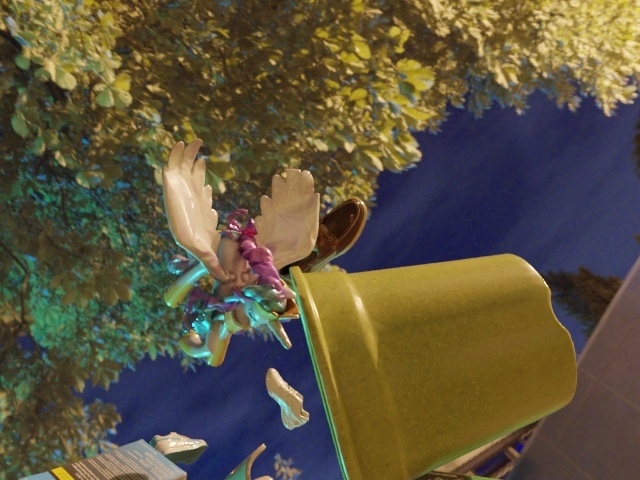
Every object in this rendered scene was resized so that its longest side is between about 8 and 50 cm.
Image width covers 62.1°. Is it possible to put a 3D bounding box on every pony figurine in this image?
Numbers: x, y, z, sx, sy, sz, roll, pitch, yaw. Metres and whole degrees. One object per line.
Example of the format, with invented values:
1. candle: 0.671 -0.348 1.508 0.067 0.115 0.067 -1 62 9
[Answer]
1. pony figurine: -0.155 0.041 0.939 0.302 0.351 0.363 4 -22 -35

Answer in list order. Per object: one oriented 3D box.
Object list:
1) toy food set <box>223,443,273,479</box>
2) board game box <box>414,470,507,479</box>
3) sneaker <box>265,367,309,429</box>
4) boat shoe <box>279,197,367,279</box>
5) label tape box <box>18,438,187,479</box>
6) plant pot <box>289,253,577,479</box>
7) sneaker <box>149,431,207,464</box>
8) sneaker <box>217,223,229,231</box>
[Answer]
1. toy food set: -0.068 0.519 0.910 0.092 0.306 0.220 -16 -24 -32
2. board game box: 0.256 0.482 0.930 0.259 0.136 0.030 18 -34 -23
3. sneaker: -0.074 0.357 1.219 0.061 0.152 0.053 -24 7 24
4. boat shoe: 0.000 0.000 1.632 0.342 0.123 0.123 -43 -27 18
5. label tape box: -0.548 0.645 1.350 0.333 0.240 0.106 -3 -81 -46
6. plant pot: 0.121 0.132 0.595 0.253 0.276 0.276 -14 -46 -4
7. sneaker: -0.454 0.670 1.729 0.087 0.092 0.228 -51 -31 2
8. sneaker: -0.300 0.020 1.574 0.192 0.064 0.086 124 169 -68
